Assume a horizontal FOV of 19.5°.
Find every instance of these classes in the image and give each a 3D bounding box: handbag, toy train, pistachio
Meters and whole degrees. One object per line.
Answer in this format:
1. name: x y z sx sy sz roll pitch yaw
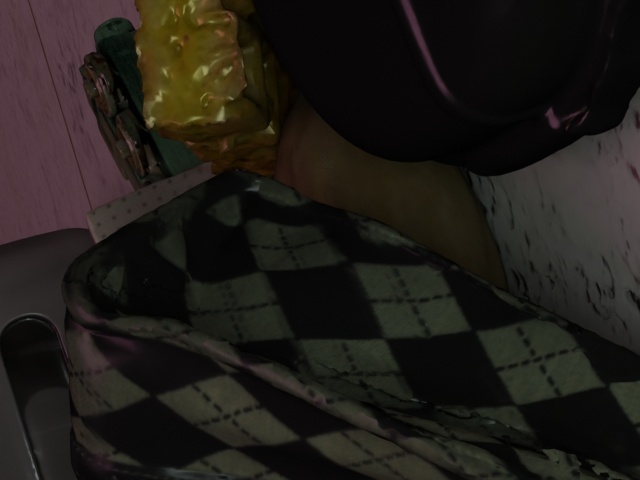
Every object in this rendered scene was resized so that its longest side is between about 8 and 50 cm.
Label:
1. handbag: 0.049 0.205 0.812 0.317 0.180 0.416 19 127 26
2. toy train: -0.098 -0.056 1.247 0.194 0.081 0.125 61 168 23
3. pistachio: 0.032 0.002 0.899 0.108 0.126 0.185 -17 85 28
4. handbag: 0.041 -0.150 0.744 0.308 0.093 0.253 155 98 -71

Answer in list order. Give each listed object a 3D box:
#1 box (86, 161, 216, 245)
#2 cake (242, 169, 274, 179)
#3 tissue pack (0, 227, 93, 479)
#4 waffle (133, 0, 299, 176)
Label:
1. box: -0.048 0.127 1.152 0.330 0.095 0.210 84 161 -61
2. cake: 0.000 0.000 1.051 0.140 0.051 0.055 65 160 17
3. tissue pack: -0.211 0.162 1.499 0.236 0.229 0.333 143 109 -72
4. waffle: -0.053 -0.147 0.973 0.219 0.057 0.229 42 -141 -77
